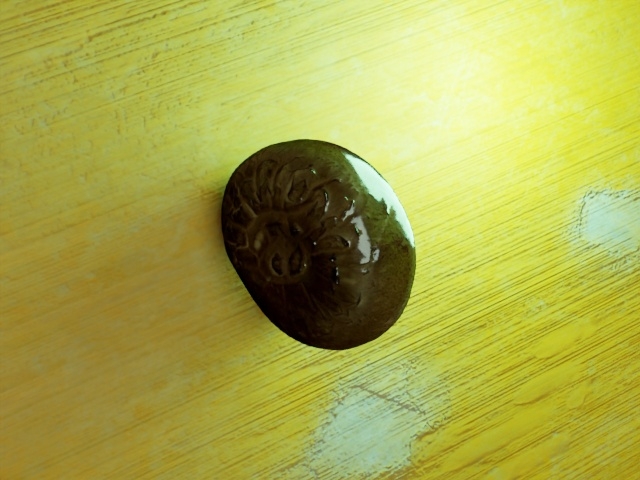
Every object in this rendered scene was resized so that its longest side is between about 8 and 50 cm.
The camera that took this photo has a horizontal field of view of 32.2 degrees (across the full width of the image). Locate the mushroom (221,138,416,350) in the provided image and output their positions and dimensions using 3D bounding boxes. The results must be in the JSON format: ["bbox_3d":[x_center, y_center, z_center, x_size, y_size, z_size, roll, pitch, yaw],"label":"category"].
[{"bbox_3d":[-0.011,0.008,1.461,0.163,0.278,0.297,-27,69,-40],"label":"mushroom"}]
